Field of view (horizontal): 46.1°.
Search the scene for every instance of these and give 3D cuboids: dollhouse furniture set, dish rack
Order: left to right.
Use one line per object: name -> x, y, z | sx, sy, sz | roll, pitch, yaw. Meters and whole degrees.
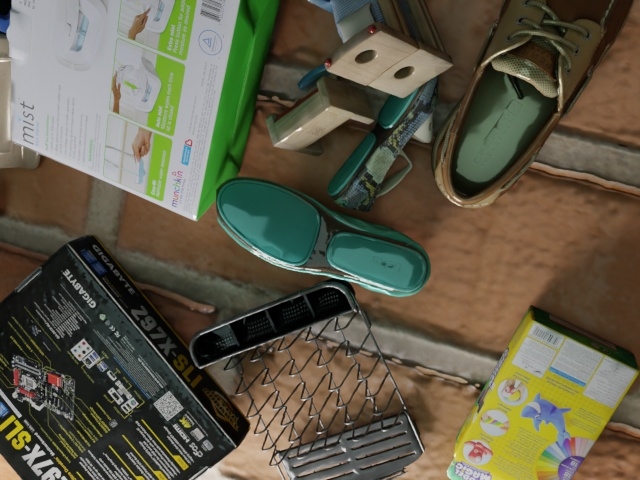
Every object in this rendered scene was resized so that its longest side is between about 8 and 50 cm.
dish rack -> -0.006, 0.188, 0.895 | 0.208, 0.074, 0.272 | -22, 99, 18
dollhouse furniture set -> 0.005, -0.191, 0.746 | 0.183, 0.129, 0.129 | -30, 68, 34

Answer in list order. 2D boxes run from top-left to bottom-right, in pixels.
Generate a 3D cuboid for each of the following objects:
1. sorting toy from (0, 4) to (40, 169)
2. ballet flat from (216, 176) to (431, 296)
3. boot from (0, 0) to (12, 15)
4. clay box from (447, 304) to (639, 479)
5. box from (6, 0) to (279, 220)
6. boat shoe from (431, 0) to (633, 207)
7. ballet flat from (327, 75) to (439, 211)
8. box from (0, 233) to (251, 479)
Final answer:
sorting toy -> -0.413, -0.158, 0.845 | 0.047, 0.195, 0.348 | 59, 139, 38
ballet flat -> 0.000, 0.000, 0.831 | 0.247, 0.087, 0.083 | 21, 90, 0
boot -> -0.350, -0.342, 0.818 | 0.246, 0.094, 0.207 | -2, 105, 14
clay box -> 0.243, 0.199, 0.851 | 0.127, 0.053, 0.222 | 26, 110, 5
box -> -0.184, -0.189, 0.769 | 0.231, 0.127, 0.262 | 23, 127, 7
boat shoe -> 0.210, -0.169, 0.722 | 0.122, 0.120, 0.324 | 25, 109, 5
ballet flat -> 0.082, -0.109, 0.807 | 0.070, 0.070, 0.188 | 38, 111, 1
box -> -0.285, 0.194, 0.939 | 0.257, 0.079, 0.322 | -40, 91, 14
